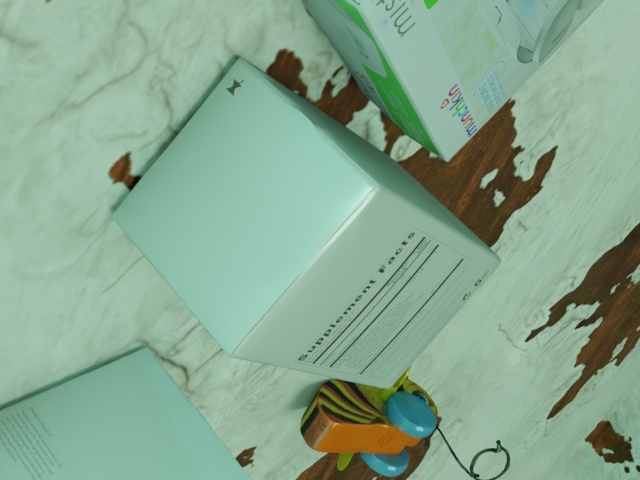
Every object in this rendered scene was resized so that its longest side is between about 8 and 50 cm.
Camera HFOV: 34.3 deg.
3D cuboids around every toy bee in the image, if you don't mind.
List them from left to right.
[{"bbox_3d":[0.091,0.242,1.410,0.195,0.162,0.298,-41,127,11],"label":"toy bee"}]

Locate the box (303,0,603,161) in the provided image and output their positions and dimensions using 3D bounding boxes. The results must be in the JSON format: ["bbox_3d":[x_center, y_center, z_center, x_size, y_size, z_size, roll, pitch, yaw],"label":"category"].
[{"bbox_3d":[0.106,-0.226,0.812,0.231,0.127,0.262,-46,152,-1],"label":"box"}]

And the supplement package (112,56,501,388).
[{"bbox_3d":[0.000,0.000,0.911,0.175,0.177,0.293,-49,151,9],"label":"supplement package"}]

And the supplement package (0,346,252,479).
[{"bbox_3d":[-0.228,0.271,0.951,0.262,0.199,0.198,-22,145,-35],"label":"supplement package"}]
